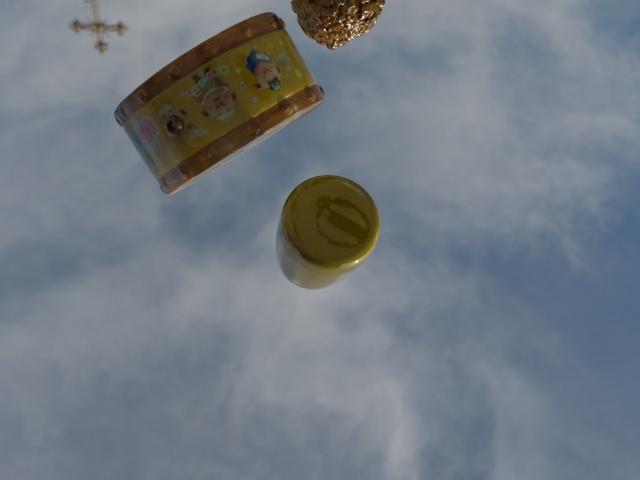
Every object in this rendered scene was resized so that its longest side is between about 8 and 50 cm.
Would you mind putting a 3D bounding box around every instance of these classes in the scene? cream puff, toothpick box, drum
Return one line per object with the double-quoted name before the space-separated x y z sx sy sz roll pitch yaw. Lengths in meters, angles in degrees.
"cream puff" 0.037 -0.404 1.246 0.150 0.165 0.115 12 -167 -34
"toothpick box" 0.000 0.000 1.378 0.175 0.271 0.174 3 -106 -9
"drum" -0.213 -0.286 1.586 0.431 0.431 0.214 -37 -80 -34
